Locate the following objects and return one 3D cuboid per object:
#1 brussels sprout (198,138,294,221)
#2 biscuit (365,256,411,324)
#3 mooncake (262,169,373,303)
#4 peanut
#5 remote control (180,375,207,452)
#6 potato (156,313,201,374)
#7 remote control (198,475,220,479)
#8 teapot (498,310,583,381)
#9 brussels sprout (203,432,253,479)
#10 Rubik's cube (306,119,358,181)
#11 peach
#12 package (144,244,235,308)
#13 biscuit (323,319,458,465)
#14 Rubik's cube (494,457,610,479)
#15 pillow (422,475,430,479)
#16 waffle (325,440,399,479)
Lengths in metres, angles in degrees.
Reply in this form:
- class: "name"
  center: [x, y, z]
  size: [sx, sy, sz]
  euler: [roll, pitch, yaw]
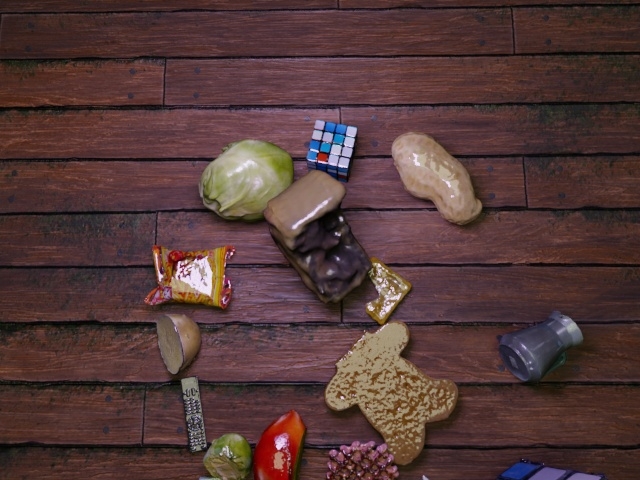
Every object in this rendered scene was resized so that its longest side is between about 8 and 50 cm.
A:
- class: "brussels sprout"
  center: [-0.236, -0.205, 1.582]
  size: [0.327, 0.328, 0.247]
  euler: [-13, 55, -1]
- class: "biscuit"
  center: [0.201, 0.175, 1.628]
  size: [0.174, 0.039, 0.183]
  euler: [34, 82, 5]
- class: "mooncake"
  center: [0.000, 0.000, 1.485]
  size: [0.246, 0.393, 0.394]
  euler: [-35, 91, -8]
- class: "peanut"
  center: [0.394, -0.214, 1.626]
  size: [0.192, 0.169, 0.387]
  euler: [-44, 83, 0]
- class: "remote control"
  center: [-0.422, 0.579, 1.579]
  size: [0.063, 0.025, 0.245]
  euler: [-10, 80, -2]
- class: "potato"
  center: [-0.457, 0.333, 1.578]
  size: [0.117, 0.182, 0.202]
  euler: [-13, 86, -44]
- class: "remote control"
  center: [-0.337, 0.796, 1.544]
  size: [0.124, 0.018, 0.053]
  euler: [-5, 79, 0]
- class: "teapot"
  center: [0.719, 0.352, 1.537]
  size: [0.225, 0.171, 0.203]
  euler: [-28, 113, -10]
- class: "brussels sprout"
  center: [-0.286, 0.687, 1.514]
  size: [0.149, 0.122, 0.152]
  euler: [18, 116, 9]
- class: "Rubik's cube"
  center: [0.043, -0.312, 1.656]
  size: [0.151, 0.154, 0.155]
  euler: [14, 80, 4]
- class: "peach"
  center: [-0.132, 0.677, 1.492]
  size: [0.158, 0.154, 0.268]
  euler: [10, 81, 4]
- class: "package"
  center: [-0.441, 0.119, 1.621]
  size: [0.287, 0.108, 0.224]
  euler: [4, 75, -6]
- class: "biscuit"
  center: [0.238, 0.483, 1.562]
  size: [0.394, 0.076, 0.368]
  euler: [40, 83, 4]
- class: "Rubik's cube"
  center: [0.622, 0.868, 1.300]
  size: [0.358, 0.362, 0.363]
  euler: [-15, 78, -28]
- class: "pillow"
  center: [0.421, 0.854, 1.490]
  size: [0.253, 0.078, 0.144]
  euler: [17, 71, 4]
- class: "waffle"
  center: [0.130, 0.743, 1.502]
  size: [0.234, 0.055, 0.221]
  euler: [-11, 96, 8]
